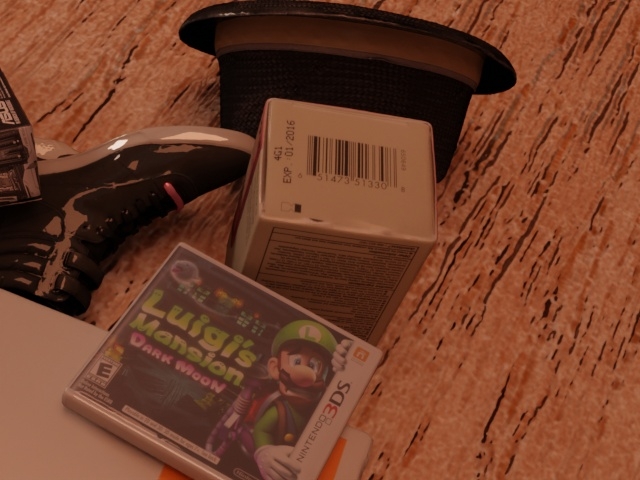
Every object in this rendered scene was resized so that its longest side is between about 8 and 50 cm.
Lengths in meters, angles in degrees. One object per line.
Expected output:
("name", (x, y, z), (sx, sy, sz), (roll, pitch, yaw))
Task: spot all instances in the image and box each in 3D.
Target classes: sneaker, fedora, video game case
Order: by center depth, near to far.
("video game case", (-0.068, 0.103, 0.844), (0.190, 0.022, 0.173), (28, 48, 5))
("sneaker", (-0.190, -0.008, 1.004), (0.296, 0.104, 0.146), (-13, 65, 0))
("sneaker", (-0.277, -0.083, 1.090), (0.109, 0.040, 0.043), (25, 40, -3))
("fedora", (0.020, -0.127, 1.093), (0.334, 0.334, 0.152), (7, 88, -10))

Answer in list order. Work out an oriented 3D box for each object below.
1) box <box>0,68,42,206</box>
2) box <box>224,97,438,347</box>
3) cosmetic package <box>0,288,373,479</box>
("box", (-0.406, -0.120, 0.982), (0.242, 0.076, 0.307), (-15, 40, -22))
("box", (0.000, 0.000, 0.989), (0.149, 0.232, 0.126), (8, 57, -10))
("cosmetic package", (-0.214, 0.192, 0.857), (0.453, 0.161, 0.230), (21, 55, -1))
